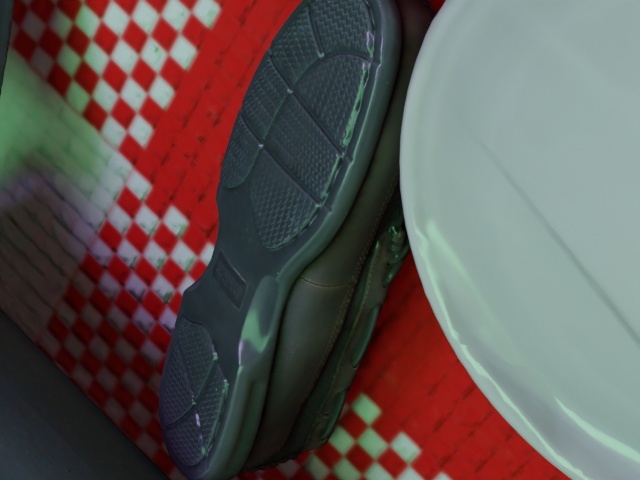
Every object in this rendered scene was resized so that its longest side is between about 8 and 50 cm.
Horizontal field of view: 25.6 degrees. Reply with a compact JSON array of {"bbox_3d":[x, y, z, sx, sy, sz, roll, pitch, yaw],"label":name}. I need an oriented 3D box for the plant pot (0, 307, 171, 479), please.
[{"bbox_3d":[-0.218,0.190,0.759,0.334,0.341,0.341,39,128,6],"label":"plant pot"}]

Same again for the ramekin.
[{"bbox_3d":[0.175,-0.023,0.547,0.273,0.127,0.272,18,121,31],"label":"ramekin"}]

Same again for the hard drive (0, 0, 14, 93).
[{"bbox_3d":[-0.247,-0.177,0.746,0.054,0.172,0.254,-149,63,-66],"label":"hard drive"}]

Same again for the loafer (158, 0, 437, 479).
[{"bbox_3d":[0.000,0.000,0.730,0.109,0.095,0.302,55,133,43],"label":"loafer"}]
